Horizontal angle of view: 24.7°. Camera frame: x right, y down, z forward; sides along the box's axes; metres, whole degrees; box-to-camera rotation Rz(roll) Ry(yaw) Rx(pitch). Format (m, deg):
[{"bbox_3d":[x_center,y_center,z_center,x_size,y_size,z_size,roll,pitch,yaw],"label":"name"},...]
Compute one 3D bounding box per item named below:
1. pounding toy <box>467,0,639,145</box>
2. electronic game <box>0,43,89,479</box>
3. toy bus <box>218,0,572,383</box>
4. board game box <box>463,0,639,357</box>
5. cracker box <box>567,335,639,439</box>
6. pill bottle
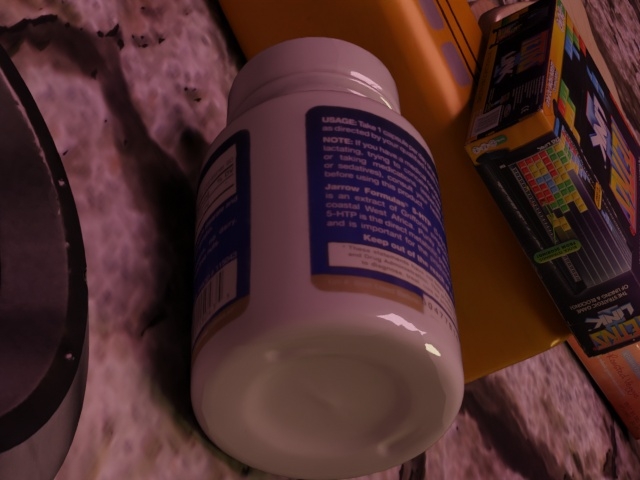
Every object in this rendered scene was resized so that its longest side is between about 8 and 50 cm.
[{"bbox_3d":[0.116,-0.035,0.986,0.154,0.155,0.269,-50,124,-37],"label":"pounding toy"},{"bbox_3d":[-0.144,-0.018,0.421,0.229,0.048,0.229,47,28,-35],"label":"electronic game"},{"bbox_3d":[0.037,-0.090,0.831,0.333,0.108,0.130,64,23,-4],"label":"toy bus"},{"bbox_3d":[0.138,-0.041,0.801,0.141,0.048,0.170,56,25,-20],"label":"board game box"},{"bbox_3d":[0.251,0.033,1.241,0.156,0.067,0.232,53,24,-26],"label":"cracker box"},{"bbox_3d":[0.000,0.000,0.645,0.112,0.112,0.187,47,29,-38],"label":"pill bottle"}]
